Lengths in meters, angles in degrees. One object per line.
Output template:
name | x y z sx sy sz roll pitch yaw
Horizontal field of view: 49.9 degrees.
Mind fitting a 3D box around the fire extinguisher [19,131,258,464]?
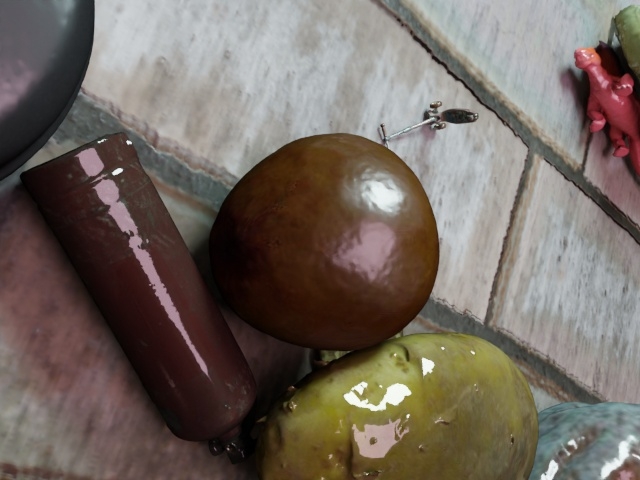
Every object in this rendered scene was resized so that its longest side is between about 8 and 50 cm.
fire extinguisher | -0.103 0.054 0.484 0.089 0.072 0.268 -69 136 -66

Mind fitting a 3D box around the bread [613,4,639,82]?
bread | 0.465 -0.210 0.909 0.286 0.056 0.208 -11 77 -52

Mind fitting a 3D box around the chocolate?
chocolate | 0.000 0.000 0.510 0.176 0.176 0.177 2 87 -39

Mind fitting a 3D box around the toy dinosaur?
toy dinosaur | 0.412 -0.181 0.928 0.286 0.070 0.139 34 46 -35

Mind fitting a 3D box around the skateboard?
skateboard | 0.103 -0.109 0.664 0.083 0.063 0.032 -25 112 -25

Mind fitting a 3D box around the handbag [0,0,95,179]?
handbag | -0.259 -0.158 0.345 0.308 0.093 0.254 36 67 -32

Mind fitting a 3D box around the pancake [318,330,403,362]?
pancake | 0.041 0.095 0.631 0.114 0.011 0.115 2 87 -39

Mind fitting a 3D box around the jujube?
jujube | 0.264 0.307 0.675 0.246 0.215 0.308 49 63 -28

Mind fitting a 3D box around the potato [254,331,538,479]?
potato | 0.075 0.169 0.567 0.296 0.141 0.192 10 97 -39
